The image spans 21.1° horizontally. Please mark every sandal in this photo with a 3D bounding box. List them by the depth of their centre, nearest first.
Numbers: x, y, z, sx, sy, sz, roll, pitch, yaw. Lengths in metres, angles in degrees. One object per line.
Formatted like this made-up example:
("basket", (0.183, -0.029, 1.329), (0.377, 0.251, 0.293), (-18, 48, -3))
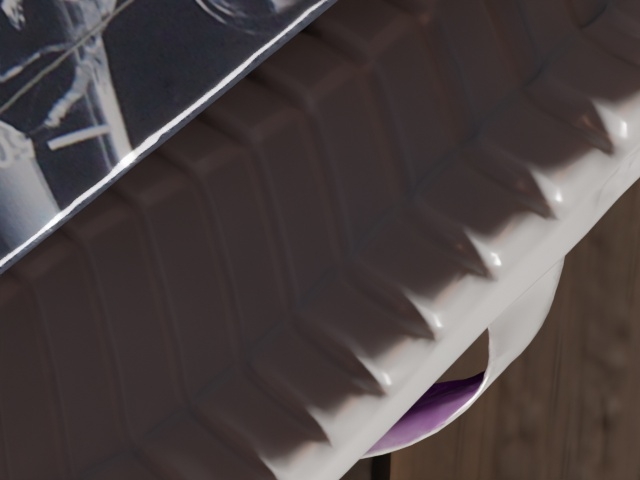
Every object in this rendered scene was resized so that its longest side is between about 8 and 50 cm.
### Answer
("sandal", (0.007, 0.011, 0.613), (0.416, 0.169, 0.102), (-36, 145, 6))

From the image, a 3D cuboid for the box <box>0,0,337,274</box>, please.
("box", (-0.138, -0.157, 0.461), (0.343, 0.179, 0.312), (-37, 103, 22))
